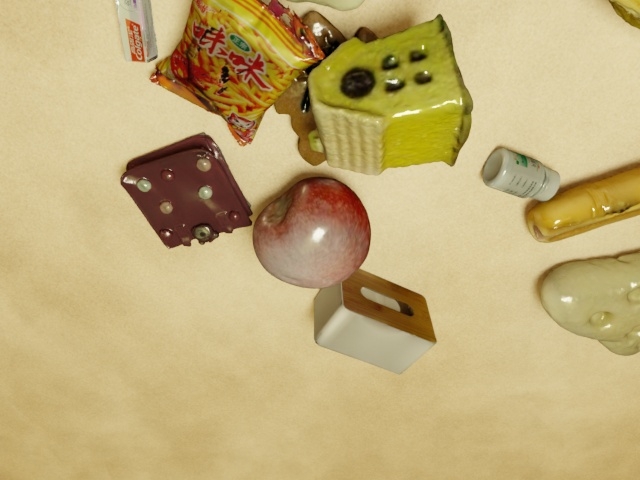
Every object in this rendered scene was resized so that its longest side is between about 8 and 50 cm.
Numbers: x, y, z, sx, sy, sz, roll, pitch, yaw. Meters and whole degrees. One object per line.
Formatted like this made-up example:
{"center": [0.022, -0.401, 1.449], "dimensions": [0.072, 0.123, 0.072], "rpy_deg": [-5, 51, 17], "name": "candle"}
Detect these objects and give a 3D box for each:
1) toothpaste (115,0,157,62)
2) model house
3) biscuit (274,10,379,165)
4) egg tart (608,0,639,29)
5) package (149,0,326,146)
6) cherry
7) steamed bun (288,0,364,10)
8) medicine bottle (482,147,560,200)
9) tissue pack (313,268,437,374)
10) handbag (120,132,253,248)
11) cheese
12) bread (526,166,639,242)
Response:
{"center": [-0.299, -0.388, 0.752], "dimensions": [0.047, 0.040, 0.196], "rpy_deg": [4, 126, -2], "name": "toothpaste"}
{"center": [0.091, -0.194, 0.728], "dimensions": [0.235, 0.174, 0.193], "rpy_deg": [-17, 163, 3], "name": "model house"}
{"center": [0.066, -0.266, 0.844], "dimensions": [0.302, 0.043, 0.278], "rpy_deg": [-5, 126, 2], "name": "biscuit"}
{"center": [0.518, -0.381, 0.676], "dimensions": [0.291, 0.290, 0.115], "rpy_deg": [-2, 161, 0], "name": "egg tart"}
{"center": [-0.141, -0.296, 0.758], "dimensions": [0.223, 0.108, 0.288], "rpy_deg": [37, 137, -17], "name": "package"}
{"center": [-0.003, -0.001, 0.935], "dimensions": [0.240, 0.206, 0.239], "rpy_deg": [-2, 114, -5], "name": "cherry"}
{"center": [-0.023, -0.469, 0.602], "dimensions": [0.275, 0.206, 0.319], "rpy_deg": [-1, 105, -20], "name": "steamed bun"}
{"center": [0.396, -0.126, 0.930], "dimensions": [0.131, 0.080, 0.080], "rpy_deg": [15, 124, -12], "name": "medicine bottle"}
{"center": [0.121, 0.184, 1.103], "dimensions": [0.246, 0.159, 0.136], "rpy_deg": [23, 124, -17], "name": "tissue pack"}
{"center": [-0.266, -0.086, 0.950], "dimensions": [0.203, 0.074, 0.216], "rpy_deg": [-15, 125, 10], "name": "handbag"}
{"center": [0.715, 0.102, 1.071], "dimensions": [0.351, 0.129, 0.328], "rpy_deg": [27, 123, -21], "name": "cheese"}
{"center": [0.578, -0.079, 0.951], "dimensions": [0.305, 0.091, 0.142], "rpy_deg": [-19, 167, 11], "name": "bread"}
